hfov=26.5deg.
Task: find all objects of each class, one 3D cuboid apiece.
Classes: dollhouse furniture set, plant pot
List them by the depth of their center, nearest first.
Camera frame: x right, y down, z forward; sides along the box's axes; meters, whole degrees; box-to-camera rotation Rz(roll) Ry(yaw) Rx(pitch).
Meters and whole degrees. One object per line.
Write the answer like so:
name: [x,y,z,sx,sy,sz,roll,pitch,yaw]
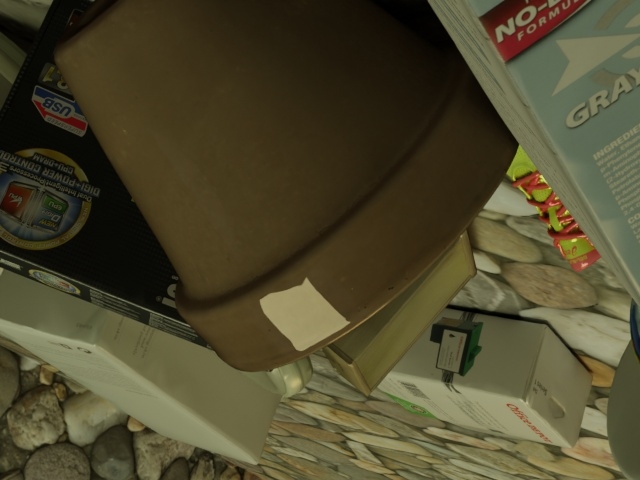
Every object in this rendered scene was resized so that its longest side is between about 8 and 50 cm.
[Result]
plant pot: [-0.037,-0.087,0.870,0.229,0.263,0.263,48,153,-18]
dollhouse furniture set: [0.000,0.000,1.271,0.242,0.161,0.212,38,169,23]

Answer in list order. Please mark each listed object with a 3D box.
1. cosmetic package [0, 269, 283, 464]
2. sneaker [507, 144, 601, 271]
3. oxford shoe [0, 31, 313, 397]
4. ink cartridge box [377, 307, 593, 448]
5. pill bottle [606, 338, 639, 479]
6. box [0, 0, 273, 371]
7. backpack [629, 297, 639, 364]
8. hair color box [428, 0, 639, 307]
cosmetic package: [-0.169,0.078,1.493,0.156,0.217,0.385,11,158,27]
sneaker: [0.186,-0.029,0.971,0.209,0.094,0.081,26,163,-13]
oxford shoe: [-0.194,-0.008,1.167,0.449,0.130,0.169,41,160,6]
ink cartridge box: [0.170,0.145,1.502,0.219,0.092,0.160,8,159,34]
pill bottle: [0.442,0.188,1.111,0.392,0.224,0.224,28,161,-21]
box: [-0.122,-0.046,1.064,0.270,0.216,0.060,22,162,-1]
backpack: [0.364,0.062,0.801,0.273,0.290,0.356,42,161,-29]
hair color box: [0.112,-0.118,0.614,0.374,0.114,0.185,45,-168,-53]
